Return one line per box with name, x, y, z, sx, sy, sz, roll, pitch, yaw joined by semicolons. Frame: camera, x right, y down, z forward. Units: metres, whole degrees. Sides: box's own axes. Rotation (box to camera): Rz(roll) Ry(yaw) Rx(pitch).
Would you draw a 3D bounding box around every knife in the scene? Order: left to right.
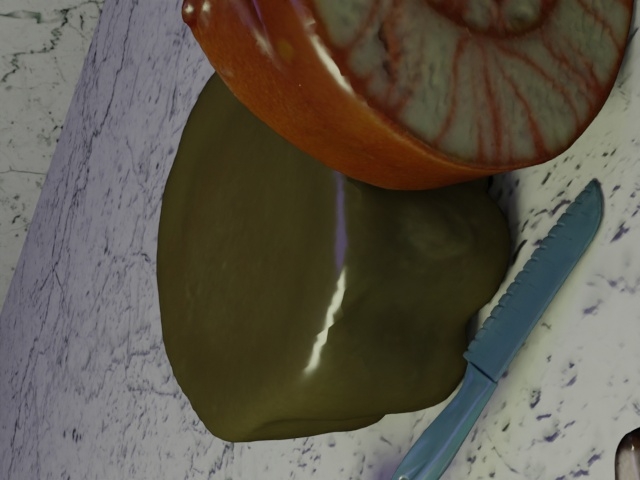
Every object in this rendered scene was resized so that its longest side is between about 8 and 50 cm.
knife;0.127;0.091;0.607;0.313;0.019;0.044;-58;39;6

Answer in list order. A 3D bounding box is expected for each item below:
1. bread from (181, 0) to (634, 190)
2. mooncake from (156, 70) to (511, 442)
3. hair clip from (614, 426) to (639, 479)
bread;0.086;-0.194;0.552;0.114;0.295;0.328;-6;58;58
mooncake;0.000;0.000;0.753;0.378;0.200;0.379;-15;72;56
hair clip;0.209;0.267;0.407;0.101;0.085;0.331;-11;77;60
